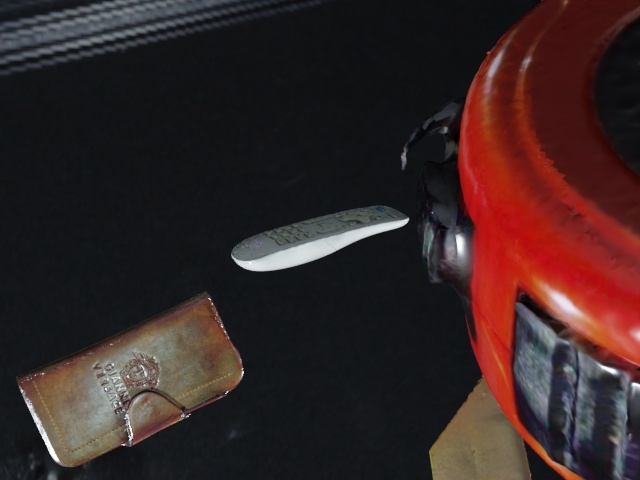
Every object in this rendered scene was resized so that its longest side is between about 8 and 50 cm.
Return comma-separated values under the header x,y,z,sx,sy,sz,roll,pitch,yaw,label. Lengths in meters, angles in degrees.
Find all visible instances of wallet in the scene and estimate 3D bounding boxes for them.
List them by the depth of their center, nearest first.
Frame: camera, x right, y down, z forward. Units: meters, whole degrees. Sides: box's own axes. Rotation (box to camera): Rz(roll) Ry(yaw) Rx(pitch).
x,y,z,sx,sy,sz,roll,pitch,yaw,label
-0.223,0.172,1.372,0.255,0.031,0.137,-25,-81,-7,wallet

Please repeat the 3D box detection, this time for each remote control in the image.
x,y,z,sx,sy,sz,roll,pitch,yaw,label
0.000,0.000,1.399,0.229,0.044,0.073,-14,-160,-23,remote control

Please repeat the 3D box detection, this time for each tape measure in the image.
x,y,z,sx,sy,sz,roll,pitch,yaw,label
0.159,-0.014,0.387,0.253,0.114,0.260,18,-130,28,tape measure

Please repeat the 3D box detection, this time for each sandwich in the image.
x,y,z,sx,sy,sz,roll,pitch,yaw,label
0.160,0.255,1.097,0.096,0.094,0.258,-8,-117,4,sandwich
